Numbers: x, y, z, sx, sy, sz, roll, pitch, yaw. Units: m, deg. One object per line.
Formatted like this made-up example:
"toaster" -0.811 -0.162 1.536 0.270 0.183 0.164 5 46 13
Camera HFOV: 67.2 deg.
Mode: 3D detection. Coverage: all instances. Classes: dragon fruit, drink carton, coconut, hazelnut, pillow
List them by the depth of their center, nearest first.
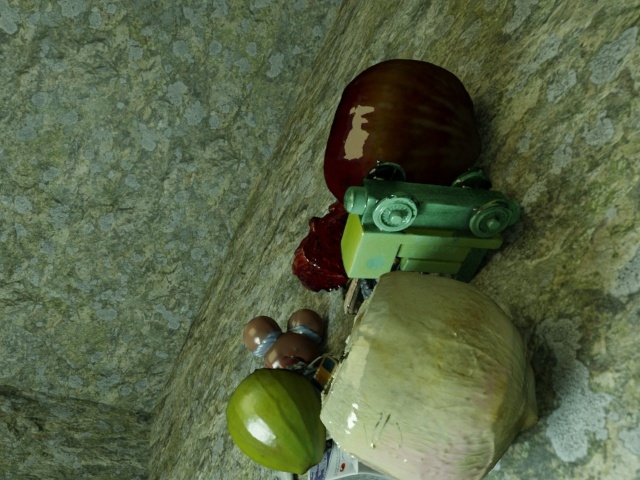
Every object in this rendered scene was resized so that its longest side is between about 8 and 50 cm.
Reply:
"coconut" 0.212 0.257 0.895 0.404 0.405 0.404 -46 33 41
"drink carton" 0.082 0.539 1.168 0.222 0.134 0.101 -42 33 45
"hazelnut" 0.209 -0.251 1.297 0.402 0.402 0.429 -18 52 60
"pillow" 0.129 0.154 1.329 0.034 0.211 0.135 20 87 33
"dragon fruit" -0.009 -0.003 1.689 0.286 0.228 0.329 -26 50 59

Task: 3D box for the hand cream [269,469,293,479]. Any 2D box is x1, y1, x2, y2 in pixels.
"hand cream" -0.128 0.671 1.573 0.139 0.089 0.314 -47 39 44

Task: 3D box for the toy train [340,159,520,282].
"toy train" 0.230 -0.030 1.065 0.160 0.397 0.253 -102 20 -48

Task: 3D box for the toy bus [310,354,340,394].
"toy bus" 0.079 0.376 1.258 0.103 0.182 0.091 -62 23 -6

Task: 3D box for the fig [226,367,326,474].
"fig" -0.096 0.445 1.178 0.271 0.239 0.239 45 114 37

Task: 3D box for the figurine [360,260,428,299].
"figurine" 0.201 0.154 1.209 0.265 0.197 0.175 26 131 63

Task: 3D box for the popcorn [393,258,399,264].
"popcorn" 0.222 0.041 1.386 0.084 0.084 0.084 -46 33 41

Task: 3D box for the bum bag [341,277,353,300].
"bum bag" 0.139 0.115 1.481 0.232 0.060 0.106 -54 34 31

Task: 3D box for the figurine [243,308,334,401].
"figurine" -0.080 0.385 1.515 0.388 0.277 0.248 -151 59 -68

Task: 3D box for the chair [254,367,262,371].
"chair" -0.197 0.545 1.810 0.101 0.084 0.212 -57 26 32
